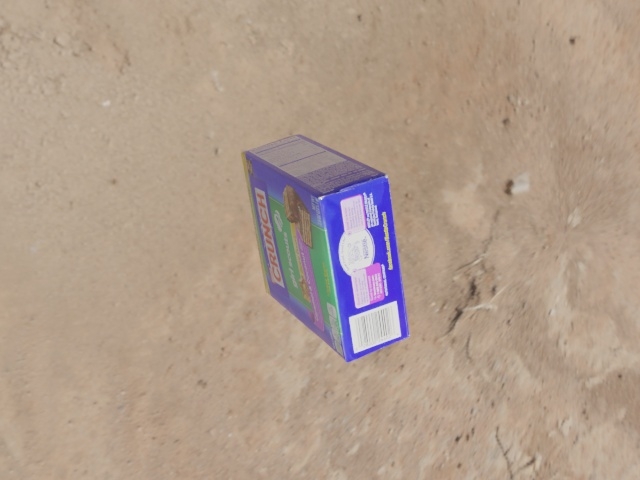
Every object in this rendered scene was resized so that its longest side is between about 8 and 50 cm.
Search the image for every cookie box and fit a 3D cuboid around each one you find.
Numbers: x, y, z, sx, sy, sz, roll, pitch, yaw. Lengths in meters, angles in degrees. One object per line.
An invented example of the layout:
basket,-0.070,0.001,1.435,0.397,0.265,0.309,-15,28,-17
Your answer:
cookie box,0.000,0.000,0.474,0.040,0.107,0.091,-18,113,-20
